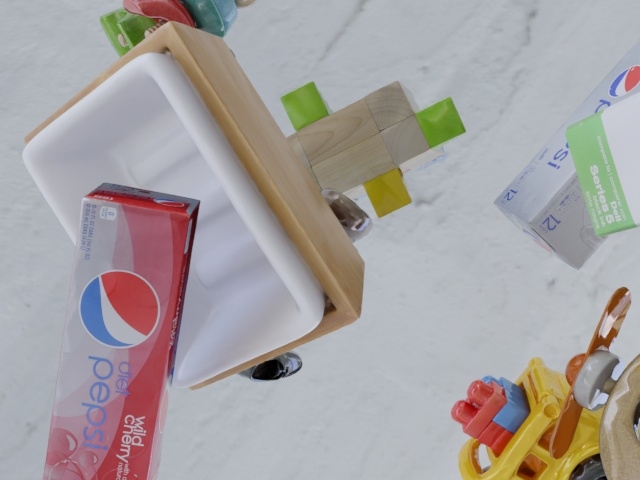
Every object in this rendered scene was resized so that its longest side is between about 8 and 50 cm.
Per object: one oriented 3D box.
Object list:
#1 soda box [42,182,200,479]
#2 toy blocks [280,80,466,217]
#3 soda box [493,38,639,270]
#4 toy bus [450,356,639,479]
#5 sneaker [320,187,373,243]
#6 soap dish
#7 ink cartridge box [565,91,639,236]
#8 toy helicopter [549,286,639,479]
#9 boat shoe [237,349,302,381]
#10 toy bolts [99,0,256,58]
[{"bbox_3d":[-0.168,0.090,0.880,0.092,0.083,0.263,10,-79,-3],"label":"soda box"},{"bbox_3d":[0.014,-0.097,1.420,0.381,0.261,0.190,-25,-93,11],"label":"toy blocks"},{"bbox_3d":[0.334,-0.110,1.166,0.091,0.098,0.286,41,-88,-22],"label":"soda box"},{"bbox_3d":[0.227,0.243,1.163,0.211,0.149,0.220,28,-71,-9],"label":"toy bus"},{"bbox_3d":[0.000,0.000,1.083,0.066,0.188,0.071,36,-104,-4],"label":"sneaker"},{"bbox_3d":[-0.111,-0.025,0.940,0.291,0.229,0.118,57,-142,-6],"label":"soap dish"},{"bbox_3d":[0.374,-0.096,0.881,0.198,0.273,0.114,-13,-94,-21],"label":"ink cartridge box"},{"bbox_3d":[0.350,0.105,1.023,0.140,0.235,0.355,49,-133,-47],"label":"toy helicopter"},{"bbox_3d":[-0.069,0.182,1.486,0.142,0.040,0.049,6,-74,-51],"label":"boat shoe"},{"bbox_3d":[-0.175,-0.311,1.235,0.158,0.228,0.218,-35,-56,-16],"label":"toy bolts"}]
